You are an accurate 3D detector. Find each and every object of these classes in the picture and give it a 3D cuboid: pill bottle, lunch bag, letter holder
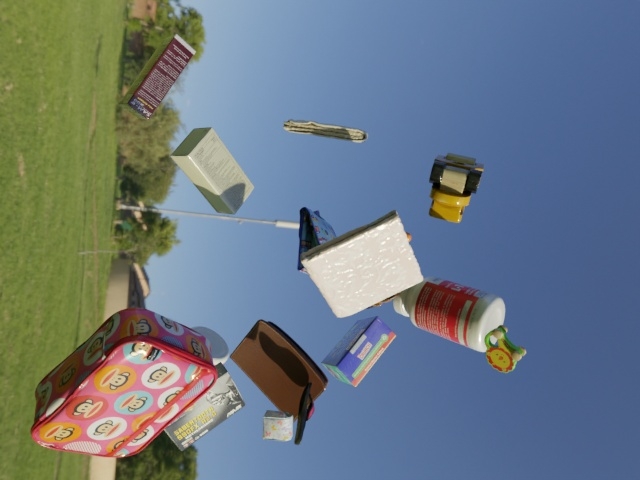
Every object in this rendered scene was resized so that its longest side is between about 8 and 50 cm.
[{"bbox_3d":[-0.572,0.565,1.898,0.363,0.210,0.210,-53,-144,14],"label":"pill bottle"},{"bbox_3d":[-0.118,0.527,1.255,0.053,0.083,0.071,-23,113,-79],"label":"lunch bag"},{"bbox_3d":[0.512,0.279,1.808,0.407,0.229,0.229,16,-80,41],"label":"pill bottle"},{"bbox_3d":[0.000,0.000,1.871,0.138,0.221,0.294,-19,-116,25],"label":"lunch bag"},{"bbox_3d":[-0.109,0.398,1.463,0.302,0.152,0.214,43,-65,11],"label":"letter holder"},{"bbox_3d":[-0.348,0.279,0.834,0.293,0.258,0.120,-42,-138,8],"label":"lunch bag"}]

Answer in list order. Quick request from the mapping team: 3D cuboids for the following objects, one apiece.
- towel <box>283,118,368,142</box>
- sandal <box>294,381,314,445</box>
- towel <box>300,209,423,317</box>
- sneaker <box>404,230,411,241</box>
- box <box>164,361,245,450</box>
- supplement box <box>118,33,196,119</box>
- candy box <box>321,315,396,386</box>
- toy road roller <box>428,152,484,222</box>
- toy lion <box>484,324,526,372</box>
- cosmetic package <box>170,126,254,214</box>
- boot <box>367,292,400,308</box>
[{"bbox_3d":[0.024,-0.378,1.508,0.187,0.282,0.049,-63,162,-73],"label":"towel"},{"bbox_3d":[-0.042,0.511,1.303,0.067,0.040,0.179,116,-13,-54],"label":"sandal"},{"bbox_3d":[0.136,0.085,1.362,0.332,0.316,0.053,60,6,-43],"label":"towel"},{"bbox_3d":[0.266,0.001,1.710,0.175,0.067,0.064,-7,-68,31],"label":"sneaker"},{"bbox_3d":[-0.361,0.502,1.337,0.056,0.231,0.183,35,-32,45],"label":"box"},{"bbox_3d":[-0.469,-0.466,1.264,0.130,0.073,0.240,24,-100,52],"label":"supplement box"},{"bbox_3d":[0.154,0.464,1.872,0.268,0.122,0.317,-46,177,-16],"label":"candy box"},{"bbox_3d":[0.562,-0.224,1.886,0.329,0.202,0.241,-45,148,-59],"label":"toy road roller"},{"bbox_3d":[0.433,0.266,1.062,0.100,0.034,0.096,53,-42,16],"label":"toy lion"},{"bbox_3d":[-0.404,-0.260,1.688,0.113,0.310,0.160,7,-126,37],"label":"cosmetic package"},{"bbox_3d":[0.211,0.235,1.769,0.152,0.197,0.073,-35,-119,43],"label":"boot"}]
